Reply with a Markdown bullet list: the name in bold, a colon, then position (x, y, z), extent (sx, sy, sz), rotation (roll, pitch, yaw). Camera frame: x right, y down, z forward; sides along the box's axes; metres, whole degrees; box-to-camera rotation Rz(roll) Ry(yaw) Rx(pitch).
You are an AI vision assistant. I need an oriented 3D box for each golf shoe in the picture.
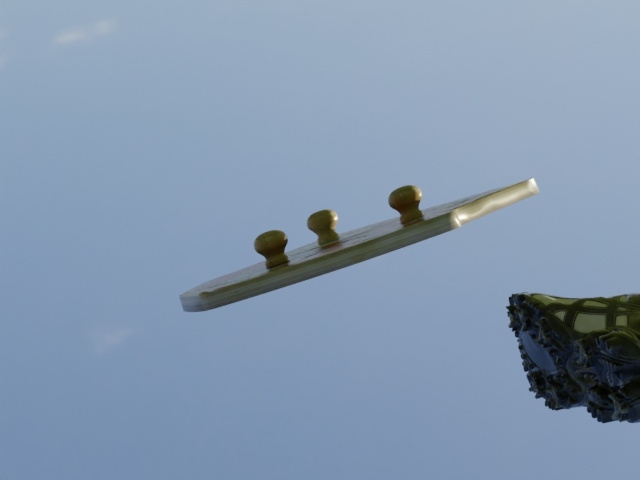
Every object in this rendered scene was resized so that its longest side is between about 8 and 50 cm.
- **golf shoe**: position (0.190, 0.069, 1.227), extent (0.094, 0.077, 0.198), rotation (-18, -164, -17)

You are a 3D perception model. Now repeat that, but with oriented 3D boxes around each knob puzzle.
- **knob puzzle**: position (0.000, 0.000, 1.064), extent (0.213, 0.030, 0.213), rotation (-18, -177, 1)
